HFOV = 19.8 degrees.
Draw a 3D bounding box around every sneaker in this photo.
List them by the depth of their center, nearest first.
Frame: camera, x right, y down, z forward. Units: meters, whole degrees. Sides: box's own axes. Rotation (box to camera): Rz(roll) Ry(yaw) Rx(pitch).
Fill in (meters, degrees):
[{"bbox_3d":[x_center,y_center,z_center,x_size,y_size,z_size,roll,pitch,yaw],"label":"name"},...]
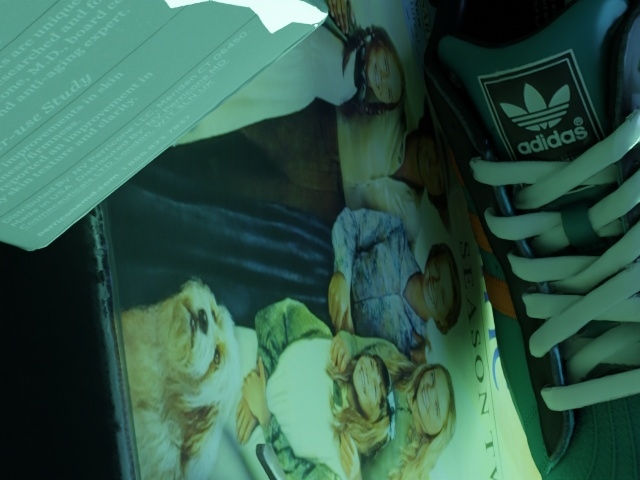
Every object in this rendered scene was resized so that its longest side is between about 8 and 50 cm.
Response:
[{"bbox_3d":[0.093,-0.023,0.688,0.121,0.108,0.302,25,52,-62],"label":"sneaker"}]

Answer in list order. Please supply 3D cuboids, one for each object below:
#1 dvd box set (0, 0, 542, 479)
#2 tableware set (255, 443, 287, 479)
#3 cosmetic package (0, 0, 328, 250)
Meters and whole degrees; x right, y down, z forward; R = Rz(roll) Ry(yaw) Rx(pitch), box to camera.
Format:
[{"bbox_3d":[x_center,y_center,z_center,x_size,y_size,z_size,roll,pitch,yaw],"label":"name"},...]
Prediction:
[{"bbox_3d":[0.000,0.000,0.665,0.420,0.062,0.307,-2,85,-67],"label":"dvd box set"},{"bbox_3d":[-0.005,0.140,0.499,0.154,0.024,0.104,-74,148,-43],"label":"tableware set"},{"bbox_3d":[-0.108,-0.092,0.343,0.127,0.107,0.238,60,18,24],"label":"cosmetic package"}]
